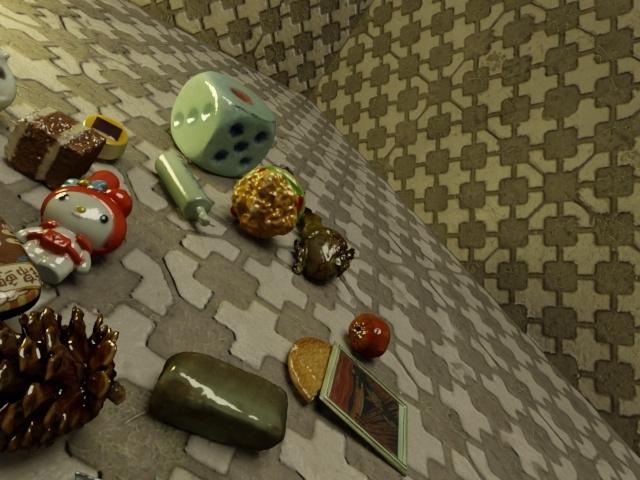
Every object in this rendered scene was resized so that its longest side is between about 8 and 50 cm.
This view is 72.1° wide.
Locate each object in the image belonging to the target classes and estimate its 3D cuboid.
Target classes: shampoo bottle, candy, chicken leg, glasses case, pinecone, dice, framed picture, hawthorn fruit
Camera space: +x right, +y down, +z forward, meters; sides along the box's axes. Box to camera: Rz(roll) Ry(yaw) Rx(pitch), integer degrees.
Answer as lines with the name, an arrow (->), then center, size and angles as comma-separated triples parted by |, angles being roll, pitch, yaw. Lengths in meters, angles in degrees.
shampoo bottle -> -0.376, -0.138, 1.229 | 0.085, 0.085, 0.262 | 5, 40, -52
candy -> -0.168, 0.278, 0.757 | 0.233, 0.102, 0.104 | 32, 24, -18
chicken leg -> 0.014, 0.002, 1.480 | 0.211, 0.140, 0.361 | 23, 30, -14
glasses case -> -0.522, 0.012, 0.641 | 0.321, 0.082, 0.122 | 35, 26, 29
pinecone -> -0.364, 0.175, 0.553 | 0.212, 0.186, 0.169 | -2, 45, -41
dice -> -0.340, -0.402, 1.541 | 0.264, 0.263, 0.268 | 4, 43, -54
framed picture -> 0.115, 0.384, 1.041 | 0.273, 0.016, 0.216 | 43, 24, -8
hawthorn fruit -> 0.138, 0.266, 1.220 | 0.128, 0.128, 0.128 | 32, 24, -16

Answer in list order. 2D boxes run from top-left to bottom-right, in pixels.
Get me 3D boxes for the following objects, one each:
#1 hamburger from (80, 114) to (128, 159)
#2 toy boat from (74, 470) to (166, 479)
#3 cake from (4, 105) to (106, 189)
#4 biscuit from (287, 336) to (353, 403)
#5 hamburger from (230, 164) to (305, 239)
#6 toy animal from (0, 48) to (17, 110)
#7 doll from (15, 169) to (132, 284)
hamburger -> -0.584, -0.275, 1.179 | 0.126, 0.081, 0.141 | 13, 46, -41
toy boat -> -0.271, 0.347, 0.580 | 0.122, 0.034, 0.096 | 21, 27, -17
cake -> -0.591, -0.209, 0.982 | 0.147, 0.134, 0.135 | 39, 20, -17
biscuit -> -0.012, 0.295, 1.038 | 0.144, 0.033, 0.224 | 48, 22, 16
hamburger -> -0.164, -0.106, 1.326 | 0.237, 0.237, 0.149 | 36, 21, -6
toy animal -> -0.813, -0.375, 0.915 | 0.289, 0.174, 0.249 | 31, 12, -14
doll -> -0.462, -0.039, 0.862 | 0.160, 0.130, 0.291 | 28, 39, -10
